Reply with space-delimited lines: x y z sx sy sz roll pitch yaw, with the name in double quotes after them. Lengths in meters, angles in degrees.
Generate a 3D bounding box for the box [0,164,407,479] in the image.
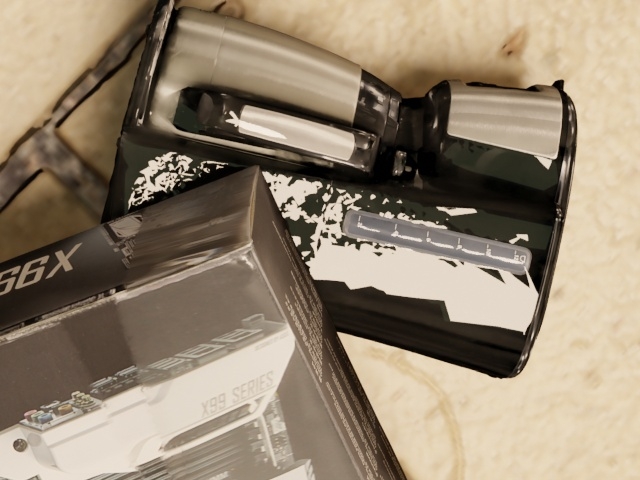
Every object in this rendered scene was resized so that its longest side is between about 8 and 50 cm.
-0.074 0.153 0.699 0.242 0.076 0.307 -20 114 9 "box"

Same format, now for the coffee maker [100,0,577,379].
0.000 0.000 0.732 0.178 0.120 0.171 14 115 -5 "coffee maker"
